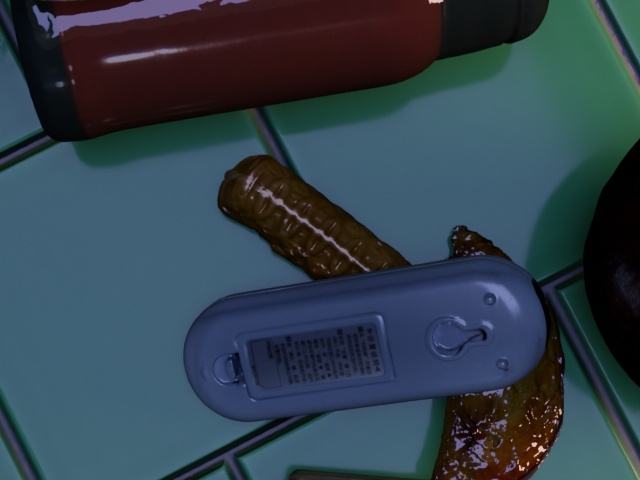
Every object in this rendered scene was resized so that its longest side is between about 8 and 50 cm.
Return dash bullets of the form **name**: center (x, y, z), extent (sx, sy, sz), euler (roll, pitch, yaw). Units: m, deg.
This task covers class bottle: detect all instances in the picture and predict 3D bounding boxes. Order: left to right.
- **bottle**: center (-0.021, -0.155, 0.800), extent (0.336, 0.144, 0.144), euler (-8, 87, -3)

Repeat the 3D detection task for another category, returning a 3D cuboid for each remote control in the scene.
- **remote control**: center (0.026, 0.066, 0.804), extent (0.244, 0.047, 0.087), euler (-10, 98, 15)

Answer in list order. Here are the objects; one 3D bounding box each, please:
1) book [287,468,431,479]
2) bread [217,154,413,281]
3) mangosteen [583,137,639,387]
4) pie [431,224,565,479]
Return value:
- **book**: center (0.105, 0.378, 0.824), extent (0.300, 0.039, 0.428), euler (4, 86, -2)
- **bread**: center (0.000, 0.000, 0.840), extent (0.157, 0.044, 0.052), euler (37, 100, 0)
- **mangosteen**: center (0.295, 0.019, 0.779), extent (0.265, 0.228, 0.228), euler (18, 85, -37)
- **pie**: center (0.124, 0.084, 0.835), extent (0.088, 0.033, 0.191), euler (9, 74, -12)
